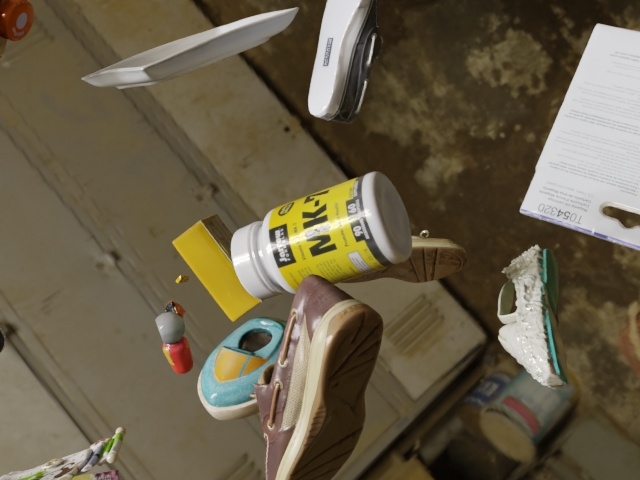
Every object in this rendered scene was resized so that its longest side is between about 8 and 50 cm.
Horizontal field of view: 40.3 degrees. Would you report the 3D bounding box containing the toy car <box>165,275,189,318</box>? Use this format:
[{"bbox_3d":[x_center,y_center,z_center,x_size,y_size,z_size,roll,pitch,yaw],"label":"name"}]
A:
[{"bbox_3d":[-0.326,0.143,2.065,0.060,0.040,0.122,45,121,30],"label":"toy car"}]

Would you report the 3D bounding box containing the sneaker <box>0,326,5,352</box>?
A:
[{"bbox_3d":[-0.694,0.148,1.624,0.282,0.099,0.153,51,169,-32],"label":"sneaker"}]

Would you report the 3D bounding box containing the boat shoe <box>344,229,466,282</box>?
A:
[{"bbox_3d":[0.148,0.022,1.754,0.285,0.089,0.104,-1,133,4],"label":"boat shoe"}]

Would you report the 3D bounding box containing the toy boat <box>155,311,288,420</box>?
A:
[{"bbox_3d":[-0.200,0.234,1.782,0.318,0.267,0.148,8,129,28],"label":"toy boat"}]

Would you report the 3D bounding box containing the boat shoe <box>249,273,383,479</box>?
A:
[{"bbox_3d":[-0.021,0.195,1.100,0.123,0.123,0.342,39,132,35],"label":"boat shoe"}]

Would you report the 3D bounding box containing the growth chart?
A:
[{"bbox_3d":[-0.390,0.330,1.235,0.172,0.237,0.021,-177,70,-77],"label":"growth chart"}]

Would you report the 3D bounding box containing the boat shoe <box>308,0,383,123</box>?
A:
[{"bbox_3d":[0.065,-0.365,1.610,0.108,0.102,0.301,19,98,55],"label":"boat shoe"}]

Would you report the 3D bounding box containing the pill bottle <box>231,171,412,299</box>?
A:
[{"bbox_3d":[0.000,0.000,1.105,0.208,0.119,0.119,-20,109,22],"label":"pill bottle"}]

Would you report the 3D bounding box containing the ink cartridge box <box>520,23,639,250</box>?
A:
[{"bbox_3d":[0.509,-0.137,1.300,0.324,0.330,0.071,22,177,30],"label":"ink cartridge box"}]

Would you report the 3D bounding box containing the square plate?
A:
[{"bbox_3d":[-0.258,-0.369,1.716,0.344,0.347,0.049,10,123,57],"label":"square plate"}]

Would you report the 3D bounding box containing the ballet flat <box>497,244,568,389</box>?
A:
[{"bbox_3d":[0.440,0.170,1.829,0.147,0.409,0.147,6,125,8],"label":"ballet flat"}]

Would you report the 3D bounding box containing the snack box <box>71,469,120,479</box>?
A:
[{"bbox_3d":[-0.430,0.521,1.532,0.070,0.174,0.207,127,134,-71],"label":"snack box"}]

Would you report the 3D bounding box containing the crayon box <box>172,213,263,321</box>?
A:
[{"bbox_3d":[-0.204,0.052,1.821,0.203,0.083,0.323,53,-179,-4],"label":"crayon box"}]

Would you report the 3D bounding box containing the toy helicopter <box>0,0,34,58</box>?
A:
[{"bbox_3d":[-0.674,-0.353,1.531,0.140,0.355,0.235,26,102,10],"label":"toy helicopter"}]
